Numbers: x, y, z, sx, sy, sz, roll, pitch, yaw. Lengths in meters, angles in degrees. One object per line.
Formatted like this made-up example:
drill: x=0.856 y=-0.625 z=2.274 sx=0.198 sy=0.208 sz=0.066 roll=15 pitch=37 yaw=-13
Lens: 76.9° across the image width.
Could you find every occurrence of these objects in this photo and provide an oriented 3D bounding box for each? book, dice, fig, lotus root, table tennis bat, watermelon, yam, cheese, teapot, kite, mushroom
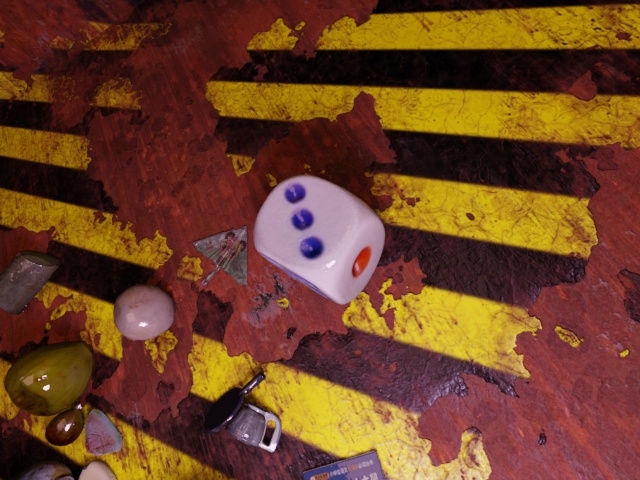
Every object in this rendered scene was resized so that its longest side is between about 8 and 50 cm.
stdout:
book: x=0.093 y=0.750 z=1.048 sx=0.229 sy=0.018 sz=0.322 roll=-23 pitch=64 yaw=10
dice: x=0.000 y=0.000 z=1.204 sx=0.305 sy=0.304 sz=0.276 roll=27 pitch=81 yaw=27
fig: x=-0.933 y=0.465 z=1.413 sx=0.240 sy=0.239 sz=0.271 roll=20 pitch=57 yaw=25
lotus root: x=-0.952 y=0.829 z=1.309 sx=0.350 sy=0.175 sz=0.174 roll=-26 pitch=64 yaw=11
fig: x=-0.875 y=0.631 z=1.396 sx=0.110 sy=0.103 sz=0.154 roll=25 pitch=88 yaw=-15
table tennis bat: x=-0.264 y=0.487 z=1.228 sx=0.236 sy=0.027 sz=0.150 roll=-40 pitch=18 yaw=-5
watermelon: x=-0.744 y=0.653 z=1.355 sx=0.081 sy=0.094 sz=0.180 roll=-52 pitch=47 yaw=-1
yam: x=-1.241 y=0.165 z=1.680 sx=0.161 sy=0.161 sz=0.267 roll=35 pitch=88 yaw=27
cheese: x=-0.673 y=0.813 z=1.283 sx=0.256 sy=0.050 sz=0.127 roll=16 pitch=76 yaw=24
teapot: x=-0.194 y=0.542 z=1.183 sx=0.149 sy=0.111 sz=0.108 roll=13 pitch=62 yaw=29
kite: x=-0.350 y=0.054 z=1.476 sx=0.323 sy=0.013 sz=0.267 roll=30 pitch=81 yaw=29
mushroom: x=-0.611 y=0.267 z=1.409 sx=0.207 sy=0.206 sz=0.208 roll=13 pitch=117 yaw=24
